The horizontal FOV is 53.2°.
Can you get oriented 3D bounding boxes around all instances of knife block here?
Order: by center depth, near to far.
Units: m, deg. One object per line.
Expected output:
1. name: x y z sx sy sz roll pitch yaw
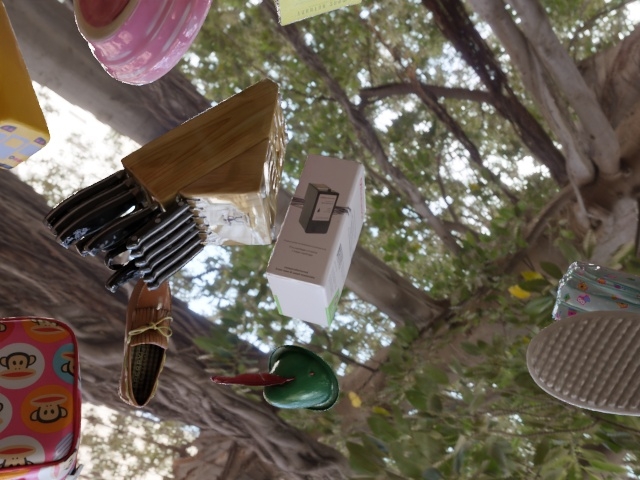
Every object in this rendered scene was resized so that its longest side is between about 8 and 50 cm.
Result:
1. knife block: -0.170 -0.070 0.742 0.241 0.088 0.276 0 -130 6

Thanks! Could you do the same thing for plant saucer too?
1. plant saucer: -0.273 -0.405 0.948 0.332 0.084 0.333 -8 -102 44

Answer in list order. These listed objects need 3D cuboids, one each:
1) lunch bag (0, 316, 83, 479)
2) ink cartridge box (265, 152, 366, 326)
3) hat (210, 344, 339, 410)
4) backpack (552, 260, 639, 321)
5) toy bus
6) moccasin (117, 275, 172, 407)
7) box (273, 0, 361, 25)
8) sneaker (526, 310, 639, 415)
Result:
1. lunch bag: -0.437 0.222 0.762 0.258 0.292 0.120 -110 -148 -41
2. ink cartridge box: 0.000 0.000 1.245 0.114 0.198 0.273 13 -117 12
3. hat: -0.091 0.337 1.360 0.208 0.173 0.183 13 -151 25
4. backpack: 0.440 0.103 0.943 0.181 0.152 0.115 17 -87 14
5. toy bus: -0.530 -0.271 0.963 0.130 0.108 0.333 -30 -107 14
6. moccasin: -0.499 0.283 1.828 0.147 0.139 0.380 2 -103 59
7. box: -0.034 -0.331 0.618 0.087 0.058 0.232 -17 -102 -3
8. sneaker: 0.366 0.124 0.666 0.281 0.161 0.102 -5 -99 20
